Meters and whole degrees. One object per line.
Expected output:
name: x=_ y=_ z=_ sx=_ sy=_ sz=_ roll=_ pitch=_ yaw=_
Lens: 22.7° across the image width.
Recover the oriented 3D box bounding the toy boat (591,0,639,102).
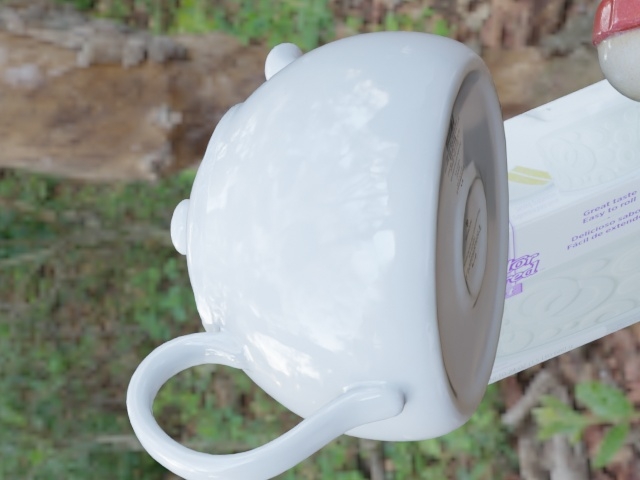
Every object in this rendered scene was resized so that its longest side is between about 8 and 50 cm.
toy boat: x=0.267 y=-0.154 z=0.914 sx=0.151 sy=0.231 sz=0.151 roll=-8 pitch=82 yaw=55

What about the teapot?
teapot: x=0.000 y=0.000 z=0.929 sx=0.256 sy=0.187 sz=0.252 roll=-5 pitch=-84 yaw=-73

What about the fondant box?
fondant box: x=0.178 y=0.010 z=1.374 sx=0.330 sy=0.238 sz=0.096 roll=72 pitch=174 yaw=-64
